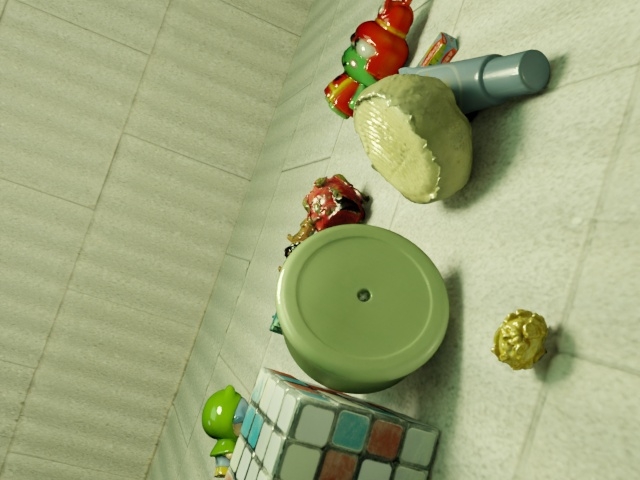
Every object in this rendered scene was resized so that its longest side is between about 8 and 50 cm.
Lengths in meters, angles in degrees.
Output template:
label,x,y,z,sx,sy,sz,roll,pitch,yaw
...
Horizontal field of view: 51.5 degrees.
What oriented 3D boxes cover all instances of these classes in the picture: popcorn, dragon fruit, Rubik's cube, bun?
label,x,y,z,sx,sy,sz,roll,pitch,yaw
popcorn,0.264,0.128,0.866,0.057,0.083,0.082,33,141,44
dragon fruit,0.039,-0.095,1.691,0.172,0.166,0.160,-108,0,-47
Rubik's cube,0.004,0.378,1.088,0.256,0.253,0.259,174,114,-71
bun,0.186,-0.197,1.219,0.152,0.259,0.259,-35,7,-19

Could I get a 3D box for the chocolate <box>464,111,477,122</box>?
label,x,y,z,sx,sy,sz,roll,pitch,yaw
chocolate,0.293,-0.272,1.294,0.182,0.028,0.086,-52,28,41

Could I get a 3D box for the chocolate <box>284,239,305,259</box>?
label,x,y,z,sx,sy,sz,roll,pitch,yaw
chocolate,-0.015,0.071,1.758,0.156,0.156,0.133,-31,72,65

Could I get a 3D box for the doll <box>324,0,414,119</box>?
label,x,y,z,sx,sy,sz,roll,pitch,yaw
doll,0.147,-0.493,1.770,0.363,0.160,0.183,-60,20,23

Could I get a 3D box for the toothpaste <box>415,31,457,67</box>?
label,x,y,z,sx,sy,sz,roll,pitch,yaw
toothpaste,0.246,-0.383,1.537,0.193,0.044,0.070,127,154,-45

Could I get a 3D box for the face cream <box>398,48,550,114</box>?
label,x,y,z,sx,sy,sz,roll,pitch,yaw
face cream,0.263,-0.285,1.236,0.385,0.086,0.136,8,114,64

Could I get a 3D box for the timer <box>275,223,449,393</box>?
label,x,y,z,sx,sy,sz,roll,pitch,yaw
timer,0.059,0.169,1.213,0.315,0.290,0.291,99,180,-58

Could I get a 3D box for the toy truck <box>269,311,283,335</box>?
label,x,y,z,sx,sy,sz,roll,pitch,yaw
toy truck,-0.083,0.210,1.865,0.175,0.067,0.081,-43,30,56

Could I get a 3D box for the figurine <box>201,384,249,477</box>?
label,x,y,z,sx,sy,sz,roll,pitch,yaw
figurine,-0.287,0.574,1.995,0.162,0.143,0.264,130,144,-62

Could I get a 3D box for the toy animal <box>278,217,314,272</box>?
label,x,y,z,sx,sy,sz,roll,pitch,yaw
toy animal,-0.080,0.028,2.075,0.241,0.056,0.099,-68,17,6
